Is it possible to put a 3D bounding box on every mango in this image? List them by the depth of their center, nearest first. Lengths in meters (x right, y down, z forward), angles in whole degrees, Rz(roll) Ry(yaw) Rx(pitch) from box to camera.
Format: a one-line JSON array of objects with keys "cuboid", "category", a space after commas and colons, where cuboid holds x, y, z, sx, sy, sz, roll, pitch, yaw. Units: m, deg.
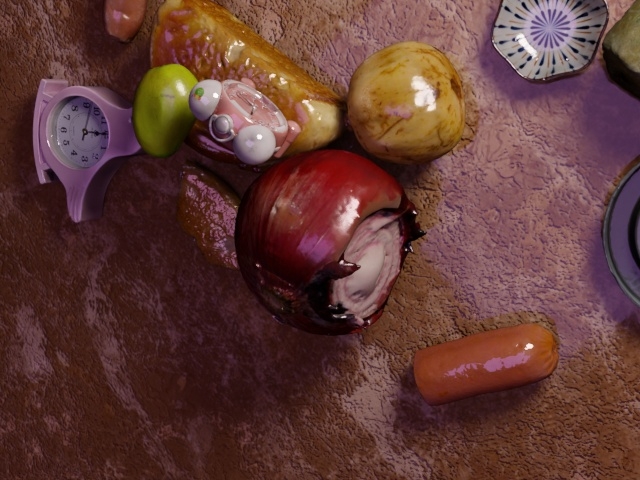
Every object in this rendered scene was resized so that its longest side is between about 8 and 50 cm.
[{"cuboid": [-0.273, -0.227, 1.294, 0.117, 0.089, 0.163, 37, 109, 7], "category": "mango"}]

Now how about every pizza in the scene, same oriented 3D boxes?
[{"cuboid": [-0.212, -0.040, 1.523, 0.134, 0.056, 0.271, -43, 86, 18], "category": "pizza"}]

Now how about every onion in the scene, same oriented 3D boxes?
[{"cuboid": [-0.003, 0.007, 1.322, 0.341, 0.341, 0.341, 3, 100, 18], "category": "onion"}]

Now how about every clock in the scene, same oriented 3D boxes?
[{"cuboid": [-0.129, -0.189, 1.218, 0.166, 0.162, 0.092, 45, 112, 6], "category": "clock"}, {"cuboid": [0.635, -0.014, 1.230, 0.325, 0.067, 0.325, 3, 100, 19], "category": "clock"}, {"cuboid": [-0.472, -0.179, 1.577, 0.276, 0.080, 0.290, 12, 103, 17], "category": "clock"}]

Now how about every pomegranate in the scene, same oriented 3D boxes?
[{"cuboid": [0.143, -0.229, 1.299, 0.215, 0.215, 0.215, 3, 100, 18], "category": "pomegranate"}]

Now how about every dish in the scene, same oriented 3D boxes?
[{"cuboid": [0.385, -0.360, 1.258, 0.191, 0.066, 0.190, 3, 99, 20], "category": "dish"}]

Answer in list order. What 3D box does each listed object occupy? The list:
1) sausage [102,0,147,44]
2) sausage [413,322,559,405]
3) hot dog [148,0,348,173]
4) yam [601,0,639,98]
[{"cuboid": [-0.343, -0.590, 1.454, 0.094, 0.094, 0.418, 33, 110, 34], "category": "sausage"}, {"cuboid": [0.300, 0.224, 1.365, 0.259, 0.113, 0.113, -19, 93, 22], "category": "sausage"}, {"cuboid": [-0.155, -0.263, 1.396, 0.405, 0.185, 0.223, 38, 110, 9], "category": "hot dog"}, {"cuboid": [0.583, -0.337, 1.130, 0.195, 0.195, 0.300, 43, 109, 8], "category": "yam"}]
